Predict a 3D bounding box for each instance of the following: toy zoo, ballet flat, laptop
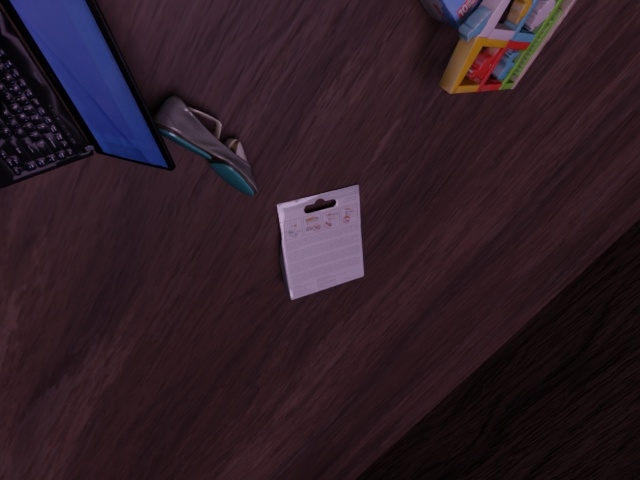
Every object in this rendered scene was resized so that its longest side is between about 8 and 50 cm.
[{"bbox_3d":[0.310,-0.341,0.682,0.293,0.030,0.192,-20,149,-39],"label":"toy zoo"},{"bbox_3d":[-0.159,-0.145,0.640,0.213,0.072,0.068,36,75,-49],"label":"ballet flat"},{"bbox_3d":[-0.345,-0.153,0.460,0.264,0.136,0.234,-25,137,-13],"label":"laptop"}]

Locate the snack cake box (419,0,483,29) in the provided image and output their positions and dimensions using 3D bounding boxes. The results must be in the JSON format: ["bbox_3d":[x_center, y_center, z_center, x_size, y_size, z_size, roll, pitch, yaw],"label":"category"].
[{"bbox_3d":[0.232,-0.460,0.560,0.152,0.089,0.264,24,114,-45],"label":"snack cake box"}]

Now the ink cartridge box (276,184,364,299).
[{"bbox_3d":[0.000,0.000,0.900,0.189,0.066,0.232,-16,115,-18],"label":"ink cartridge box"}]

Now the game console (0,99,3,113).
[{"bbox_3d":[-0.460,-0.146,0.321,0.293,0.250,0.173,7,162,-17],"label":"game console"}]
